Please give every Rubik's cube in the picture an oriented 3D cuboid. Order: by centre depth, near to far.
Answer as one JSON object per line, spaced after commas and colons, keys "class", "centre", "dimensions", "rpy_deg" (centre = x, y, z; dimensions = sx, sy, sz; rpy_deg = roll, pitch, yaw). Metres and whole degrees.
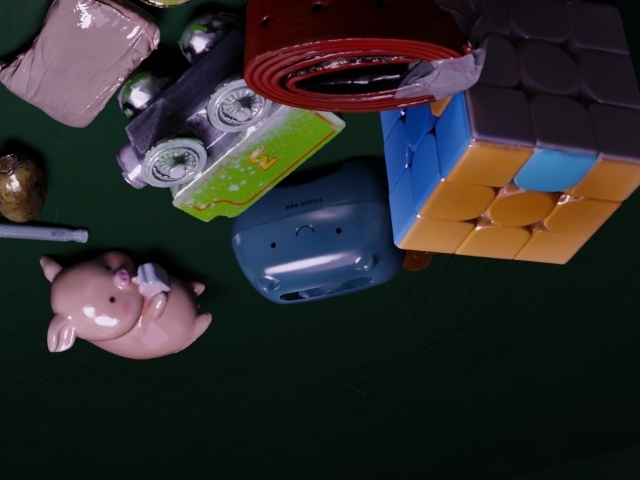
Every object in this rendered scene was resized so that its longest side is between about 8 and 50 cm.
{"class": "Rubik's cube", "centre": [0.271, -0.164, 1.892], "dimensions": [0.291, 0.290, 0.291], "rpy_deg": [6, 147, -17]}

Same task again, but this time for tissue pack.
{"class": "tissue pack", "centre": [0.000, 0.000, 2.219], "dimensions": [0.288, 0.206, 0.198], "rpy_deg": [-11, 150, 12]}

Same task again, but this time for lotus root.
{"class": "lotus root", "centre": [-0.487, -0.085, 2.117], "dimensions": [0.081, 0.089, 0.179], "rpy_deg": [36, 157, 15]}

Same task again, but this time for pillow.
{"class": "pillow", "centre": [-0.347, -0.263, 1.856], "dimensions": [0.173, 0.067, 0.270], "rpy_deg": [22, 140, -29]}

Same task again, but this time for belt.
{"class": "belt", "centre": [0.062, -0.257, 1.687], "dimensions": [0.324, 0.115, 0.227], "rpy_deg": [-2, 163, 14]}

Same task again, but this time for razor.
{"class": "razor", "centre": [-0.521, -0.016, 2.271], "dimensions": [0.232, 0.068, 0.106], "rpy_deg": [4, 150, -27]}

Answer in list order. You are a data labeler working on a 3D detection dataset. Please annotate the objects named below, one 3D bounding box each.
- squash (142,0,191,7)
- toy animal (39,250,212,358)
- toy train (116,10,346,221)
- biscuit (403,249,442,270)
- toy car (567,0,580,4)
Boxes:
{"class": "squash", "centre": [-0.190, -0.390, 1.620], "dimensions": [0.123, 0.123, 0.186], "rpy_deg": [3, 145, -12]}
{"class": "toy animal", "centre": [-0.360, 0.121, 2.389], "dimensions": [0.213, 0.195, 0.256], "rpy_deg": [-29, 140, 22]}
{"class": "toy train", "centre": [-0.139, -0.177, 1.897], "dimensions": [0.307, 0.173, 0.249], "rpy_deg": [-38, 142, 18]}
{"class": "biscuit", "centre": [0.173, -0.019, 2.373], "dimensions": [0.180, 0.039, 0.236], "rpy_deg": [8, 147, -17]}
{"class": "toy car", "centre": [0.333, -0.373, 1.798], "dimensions": [0.059, 0.035, 0.122], "rpy_deg": [-23, 147, 35]}
